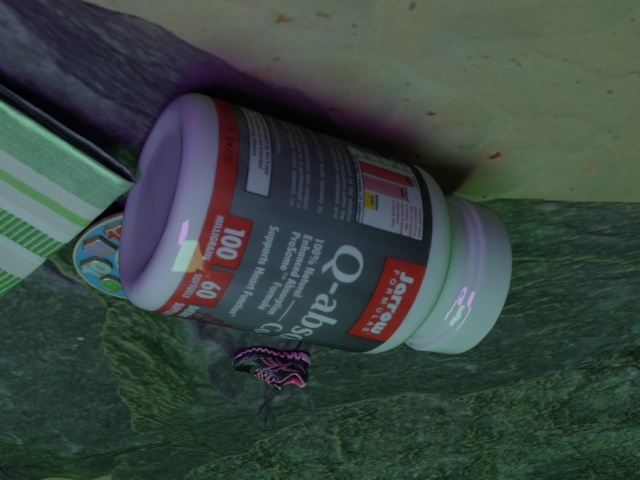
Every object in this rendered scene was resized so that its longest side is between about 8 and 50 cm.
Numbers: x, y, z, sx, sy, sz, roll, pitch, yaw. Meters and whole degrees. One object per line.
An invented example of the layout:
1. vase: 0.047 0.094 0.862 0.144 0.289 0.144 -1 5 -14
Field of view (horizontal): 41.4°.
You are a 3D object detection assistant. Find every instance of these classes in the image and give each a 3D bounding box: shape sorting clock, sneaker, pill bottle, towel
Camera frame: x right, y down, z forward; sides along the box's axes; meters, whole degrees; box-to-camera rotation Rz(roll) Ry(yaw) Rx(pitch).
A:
1. shape sorting clock: -0.188 0.023 1.006 0.206 0.040 0.206 -3 144 -3
2. sneaker: -0.071 0.192 1.240 0.119 0.057 0.047 5 145 -12
3. pill bottle: 0.000 0.000 0.857 0.363 0.210 0.210 14 139 -25
4. towel: -0.381 -0.047 0.855 0.248 0.038 0.325 36 127 -28
